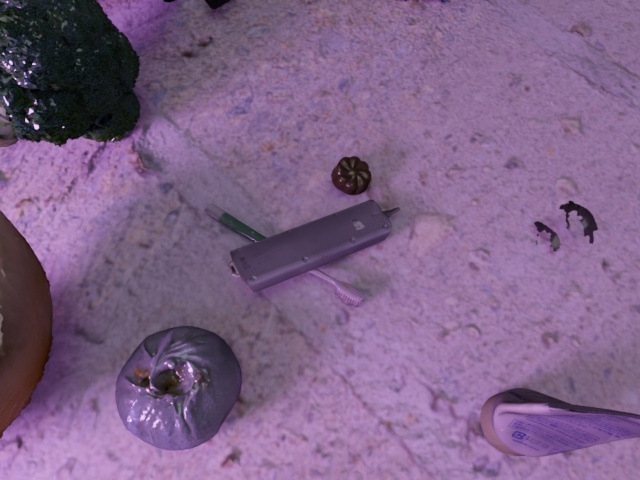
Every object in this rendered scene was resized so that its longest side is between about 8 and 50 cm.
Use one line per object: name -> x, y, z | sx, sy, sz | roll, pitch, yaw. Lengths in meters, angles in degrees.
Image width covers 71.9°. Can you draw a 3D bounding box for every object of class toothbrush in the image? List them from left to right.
toothbrush -> -0.053, 0.017, 0.600 | 0.257, 0.024, 0.018 | 31, 48, 12

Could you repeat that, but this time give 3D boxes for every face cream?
face cream -> 0.229, 0.172, 0.425 | 0.114, 0.224, 0.070 | 8, 65, 2

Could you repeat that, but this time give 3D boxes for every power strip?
power strip -> 0.000, 0.000, 0.588 | 0.253, 0.027, 0.060 | -21, 60, -20

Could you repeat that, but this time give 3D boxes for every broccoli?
broccoli -> -0.384, -0.224, 0.600 | 0.270, 0.270, 0.269 | -32, 65, 25

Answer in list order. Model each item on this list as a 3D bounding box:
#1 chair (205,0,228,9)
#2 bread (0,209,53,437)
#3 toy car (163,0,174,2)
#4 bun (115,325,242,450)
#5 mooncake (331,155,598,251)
chair -> -0.213, -0.512, 0.798 | 0.095, 0.104, 0.221 | -23, 65, -30
bread -> -0.388, 0.127, 0.460 | 0.192, 0.171, 0.314 | 28, 70, 7
toy car -> -0.347, -0.466, 0.679 | 0.199, 0.314, 0.165 | -6, 111, -1
bun -> -0.163, 0.161, 0.498 | 0.141, 0.083, 0.140 | 0, 68, 0
mooncake -> 0.190, -0.053, 0.626 | 0.347, 0.057, 0.150 | -2, 78, 4
